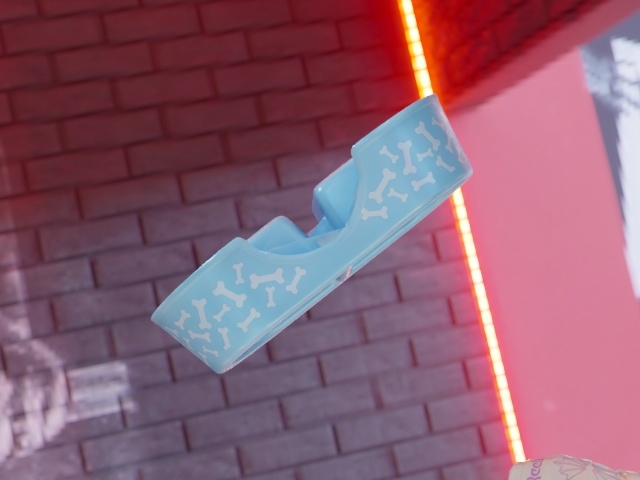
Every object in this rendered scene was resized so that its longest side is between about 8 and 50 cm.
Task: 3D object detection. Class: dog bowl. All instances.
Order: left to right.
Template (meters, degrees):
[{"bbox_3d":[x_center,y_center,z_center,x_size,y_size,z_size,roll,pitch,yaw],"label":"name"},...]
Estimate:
[{"bbox_3d":[0.000,0.000,1.245,0.297,0.074,0.166,-38,-4,-5],"label":"dog bowl"}]

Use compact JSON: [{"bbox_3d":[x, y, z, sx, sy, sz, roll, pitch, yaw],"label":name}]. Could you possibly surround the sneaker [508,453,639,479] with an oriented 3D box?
[{"bbox_3d":[0.177,0.165,0.768,0.305,0.152,0.114,-26,1,16],"label":"sneaker"}]
